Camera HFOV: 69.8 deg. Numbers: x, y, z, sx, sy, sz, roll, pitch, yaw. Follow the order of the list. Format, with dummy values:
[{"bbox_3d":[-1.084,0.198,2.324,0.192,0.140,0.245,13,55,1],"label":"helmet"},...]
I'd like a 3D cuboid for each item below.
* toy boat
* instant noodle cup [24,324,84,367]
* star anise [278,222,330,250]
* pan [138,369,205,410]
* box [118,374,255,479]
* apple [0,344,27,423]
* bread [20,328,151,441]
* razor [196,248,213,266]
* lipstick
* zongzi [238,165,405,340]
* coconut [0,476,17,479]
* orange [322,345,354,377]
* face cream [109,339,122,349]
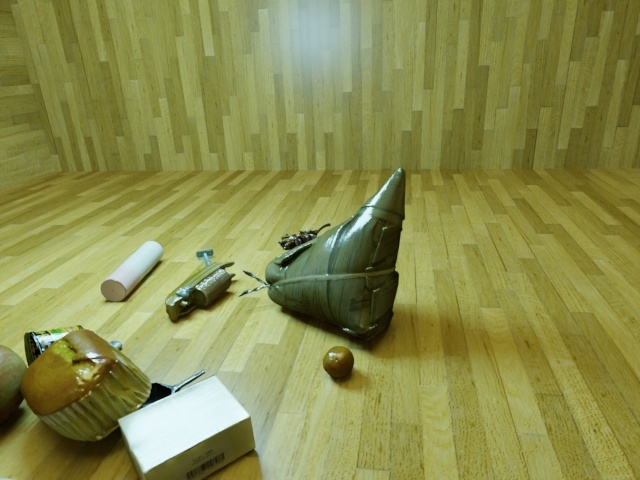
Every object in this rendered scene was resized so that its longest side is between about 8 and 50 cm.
[{"bbox_3d":[-0.375,0.154,1.489,0.116,0.089,0.310,9,25,21],"label":"toy boat"},{"bbox_3d":[-0.655,0.285,1.151,0.122,0.151,0.152,-9,20,-45],"label":"instant noodle cup"},{"bbox_3d":[-0.055,-0.012,1.866,0.234,0.073,0.177,-22,16,-3],"label":"star anise"},{"bbox_3d":[-0.353,0.366,1.020,0.202,0.048,0.128,-9,24,-12],"label":"pan"},{"bbox_3d":[-0.262,0.383,0.906,0.212,0.094,0.168,-19,26,-32],"label":"box"},{"bbox_3d":[-0.745,0.321,1.000,0.189,0.188,0.174,6,21,20],"label":"apple"},{"bbox_3d":[-0.512,0.297,0.985,0.204,0.156,0.288,-40,31,-29],"label":"bread"},{"bbox_3d":[-0.432,0.079,1.756,0.068,0.040,0.135,-11,28,-19],"label":"razor"},{"bbox_3d":[-0.668,0.103,1.651,0.087,0.087,0.326,-1,22,5],"label":"lipstick"},{"bbox_3d":[0.014,0.000,1.348,0.501,0.466,0.218,13,6,36],"label":"zongzi"},{"bbox_3d":[-0.519,0.449,0.698,0.162,0.160,0.161,-1,22,12],"label":"coconut"},{"bbox_3d":[0.044,0.295,1.117,0.085,0.084,0.085,-2,22,1],"label":"orange"},{"bbox_3d":[-0.581,0.300,1.244,0.040,0.021,0.083,8,24,25],"label":"face cream"}]
